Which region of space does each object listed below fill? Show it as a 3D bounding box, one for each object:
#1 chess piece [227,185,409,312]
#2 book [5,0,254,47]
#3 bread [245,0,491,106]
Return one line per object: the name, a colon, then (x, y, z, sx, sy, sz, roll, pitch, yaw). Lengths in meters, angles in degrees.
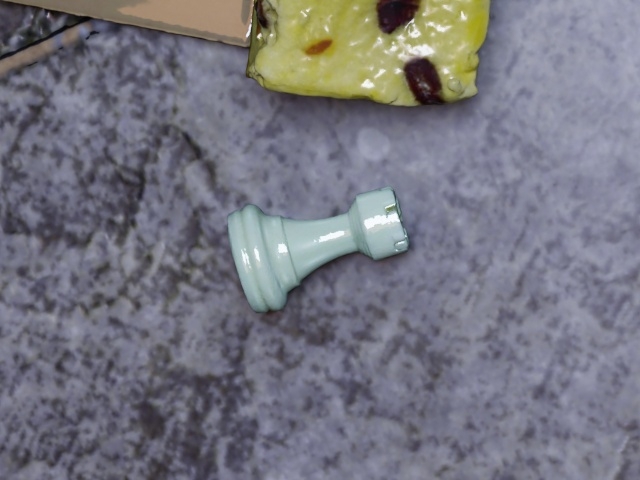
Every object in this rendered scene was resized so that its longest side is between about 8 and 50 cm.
chess piece: (0.000, 0.000, 1.112, 0.103, 0.067, 0.067, -17, 91, 6)
book: (-0.168, -0.254, 1.149, 0.310, 0.021, 0.217, 12, 97, 12)
bread: (0.047, -0.247, 1.013, 0.138, 0.077, 0.361, 6, 111, -6)
